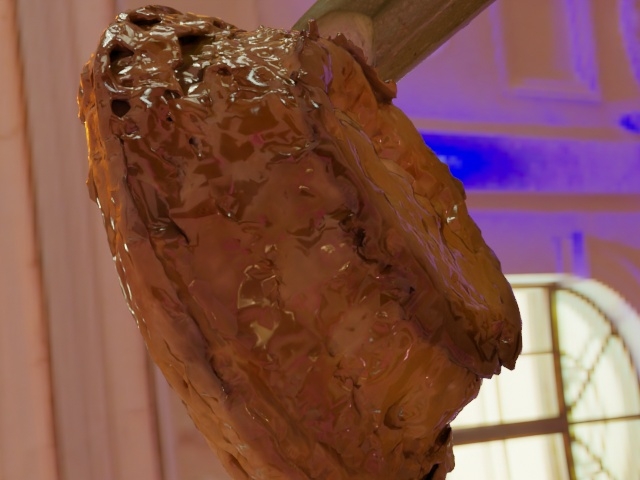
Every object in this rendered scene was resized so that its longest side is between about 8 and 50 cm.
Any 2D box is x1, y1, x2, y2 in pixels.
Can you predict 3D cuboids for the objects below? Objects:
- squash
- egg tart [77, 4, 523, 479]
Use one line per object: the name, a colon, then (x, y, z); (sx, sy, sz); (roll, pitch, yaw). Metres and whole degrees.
squash: (0.066, -0.149, 0.968); (0.239, 0.069, 0.069); (-40, -128, -7)
egg tart: (0.000, 0.000, 0.531); (0.074, 0.191, 0.191); (-32, -115, 19)
